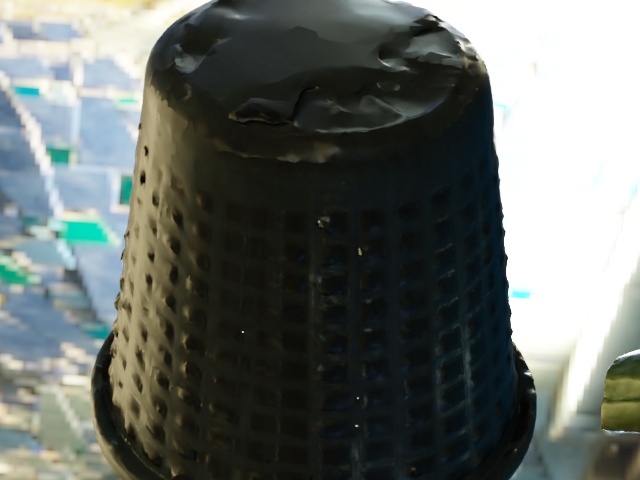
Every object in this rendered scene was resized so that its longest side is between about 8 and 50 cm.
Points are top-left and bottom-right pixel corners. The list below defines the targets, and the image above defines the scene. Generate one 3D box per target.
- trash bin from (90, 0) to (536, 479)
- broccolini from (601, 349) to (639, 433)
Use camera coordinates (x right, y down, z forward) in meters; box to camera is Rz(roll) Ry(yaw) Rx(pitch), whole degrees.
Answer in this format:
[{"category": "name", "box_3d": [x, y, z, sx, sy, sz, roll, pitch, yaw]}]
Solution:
[{"category": "trash bin", "box_3d": [0.000, 0.000, 0.649, 0.175, 0.175, 0.161, -84, 178, -53]}, {"category": "broccolini", "box_3d": [0.189, 0.025, 0.429, 0.057, 0.254, 0.071, -54, 132, -39]}]
